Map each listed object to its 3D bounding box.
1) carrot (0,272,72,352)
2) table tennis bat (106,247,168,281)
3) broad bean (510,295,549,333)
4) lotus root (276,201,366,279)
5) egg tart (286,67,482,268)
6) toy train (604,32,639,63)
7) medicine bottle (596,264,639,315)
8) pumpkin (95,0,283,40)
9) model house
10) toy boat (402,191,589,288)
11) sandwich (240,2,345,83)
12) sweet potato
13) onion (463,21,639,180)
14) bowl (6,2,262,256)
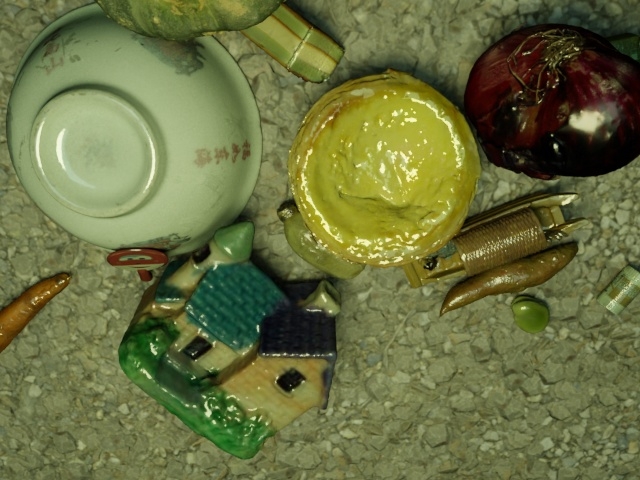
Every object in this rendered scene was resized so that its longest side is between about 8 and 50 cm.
[{"bbox_3d":[-0.551,0.134,1.037,0.248,0.059,0.059,-40,103,9],"label":"carrot"},{"bbox_3d":[-0.307,0.040,0.962,0.098,0.154,0.019,-2,70,-10],"label":"table tennis bat"},{"bbox_3d":[0.384,0.135,1.029,0.063,0.045,0.083,-38,111,13],"label":"broad bean"},{"bbox_3d":[0.000,0.001,0.972,0.183,0.077,0.090,37,104,-12],"label":"lotus root"},{"bbox_3d":[0.100,-0.113,0.908,0.315,0.120,0.314,0,101,-1],"label":"egg tart"},{"bbox_3d":[0.535,-0.263,0.875,0.226,0.090,0.137,-11,104,4],"label":"toy train"},{"bbox_3d":[0.542,0.089,1.009,0.047,0.047,0.083,33,106,-9],"label":"medicine bottle"},{"bbox_3d":[-0.159,-0.417,0.744,0.328,0.257,0.291,3,92,9],"label":"pumpkin"},{"bbox_3d":[-0.116,0.144,0.931,0.280,0.245,0.312,-37,110,19],"label":"model house"},{"bbox_3d":[0.287,0.001,0.948,0.310,0.115,0.089,-21,106,8],"label":"toy boat"},{"bbox_3d":[-0.057,-0.328,0.900,0.163,0.113,0.079,43,107,24],"label":"sandwich"},{"bbox_3d":[0.328,0.066,0.995,0.274,0.067,0.067,-24,106,5],"label":"sweet potato"},{"bbox_3d":[0.347,-0.191,0.808,0.221,0.281,0.281,-38,105,-12],"label":"onion"},{"bbox_3d":[-0.312,-0.145,0.869,0.435,0.196,0.434,0,108,0],"label":"bowl"}]
